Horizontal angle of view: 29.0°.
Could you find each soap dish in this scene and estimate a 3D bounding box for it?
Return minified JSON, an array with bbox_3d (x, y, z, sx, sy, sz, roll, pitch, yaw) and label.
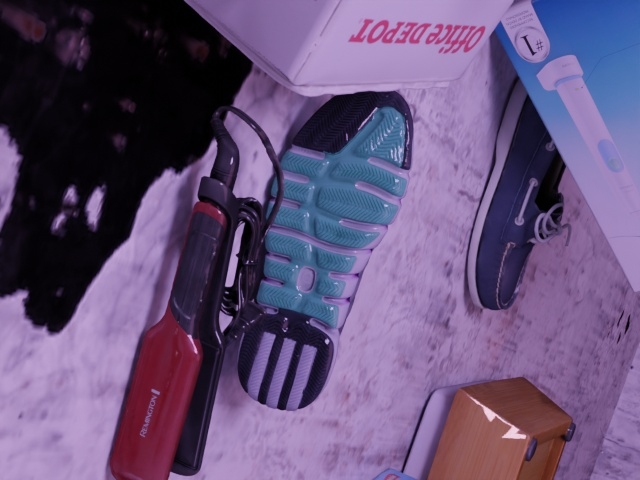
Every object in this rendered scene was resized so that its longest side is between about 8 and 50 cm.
[{"bbox_3d":[0.180,0.273,1.373,0.291,0.118,0.229,10,99,-68],"label":"soap dish"}]

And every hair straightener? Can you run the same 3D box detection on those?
[{"bbox_3d":[-0.068,0.034,0.740,0.089,0.047,0.230,-9,112,-64],"label":"hair straightener"}]

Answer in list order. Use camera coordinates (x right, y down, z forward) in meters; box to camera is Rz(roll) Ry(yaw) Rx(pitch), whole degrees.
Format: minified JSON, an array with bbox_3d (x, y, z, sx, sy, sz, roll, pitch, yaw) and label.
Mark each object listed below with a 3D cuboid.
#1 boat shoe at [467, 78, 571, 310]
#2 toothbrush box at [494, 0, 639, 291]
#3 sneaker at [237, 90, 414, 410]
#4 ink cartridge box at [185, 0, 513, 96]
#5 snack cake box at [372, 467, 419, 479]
[{"bbox_3d":[0.212,-0.040,1.242,0.095,0.079,0.255,-18,124,-60],"label":"boat shoe"},{"bbox_3d":[0.321,-0.124,1.084,0.126,0.216,0.295,-43,108,-45],"label":"toothbrush box"},{"bbox_3d":[0.000,0.000,0.840,0.098,0.083,0.224,-51,162,-84],"label":"sneaker"},{"bbox_3d":[0.067,-0.232,0.593,0.306,0.131,0.226,-55,163,21],"label":"ink cartridge box"},{"bbox_3d":[0.031,0.325,1.121,0.264,0.089,0.152,-18,125,-62],"label":"snack cake box"}]
